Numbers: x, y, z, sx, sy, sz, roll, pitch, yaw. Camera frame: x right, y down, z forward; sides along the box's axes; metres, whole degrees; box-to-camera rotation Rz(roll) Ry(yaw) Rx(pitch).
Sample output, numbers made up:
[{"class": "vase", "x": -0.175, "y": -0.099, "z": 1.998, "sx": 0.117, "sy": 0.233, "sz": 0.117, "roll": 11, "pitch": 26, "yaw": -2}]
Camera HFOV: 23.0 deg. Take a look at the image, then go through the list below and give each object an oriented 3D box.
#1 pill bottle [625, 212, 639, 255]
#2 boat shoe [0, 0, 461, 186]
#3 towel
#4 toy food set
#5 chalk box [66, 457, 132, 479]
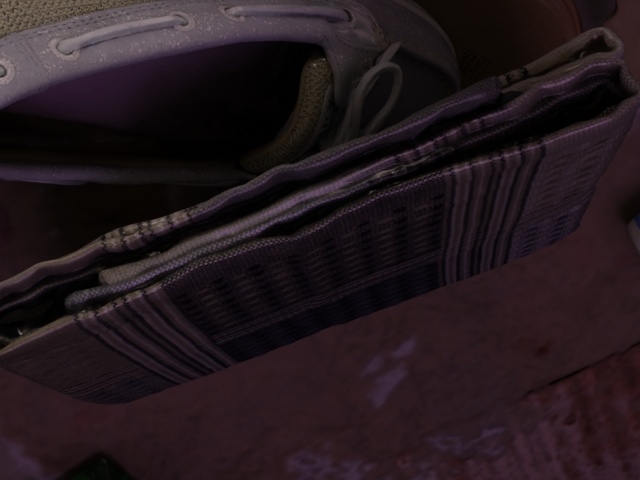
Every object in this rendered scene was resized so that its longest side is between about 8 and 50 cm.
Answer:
[{"class": "pill bottle", "x": 0.263, "y": -0.020, "z": 0.962, "sx": 0.137, "sy": 0.078, "sz": 0.078, "roll": -39, "pitch": 132, "yaw": 13}, {"class": "boat shoe", "x": -0.051, "y": -0.067, "z": 0.718, "sx": 0.320, "sy": 0.103, "sz": 0.118, "roll": 5, "pitch": 133, "yaw": -44}, {"class": "towel", "x": 0.000, "y": 0.000, "z": 0.793, "sx": 0.312, "sy": 0.056, "sz": 0.324, "roll": -21, "pitch": 170, "yaw": -1}, {"class": "toy food set", "x": 0.080, "y": -0.102, "z": 0.851, "sx": 0.192, "sy": 0.038, "sz": 0.132, "roll": -17, "pitch": 129, "yaw": 7}, {"class": "chalk box", "x": -0.127, "y": 0.319, "z": 0.953, "sx": 0.180, "sy": 0.289, "sz": 0.179, "roll": -33, "pitch": 134, "yaw": 7}]
